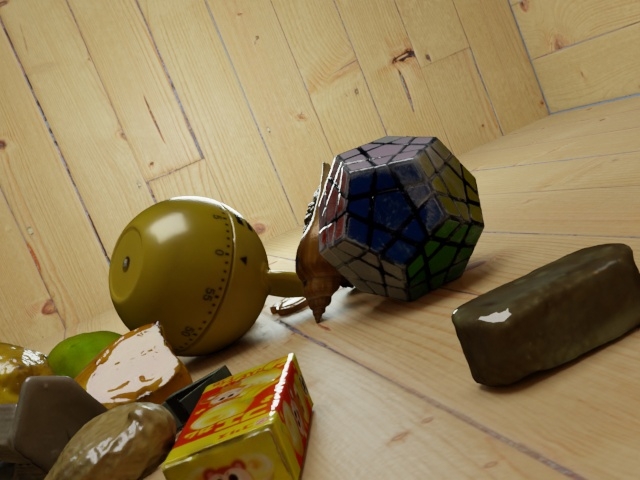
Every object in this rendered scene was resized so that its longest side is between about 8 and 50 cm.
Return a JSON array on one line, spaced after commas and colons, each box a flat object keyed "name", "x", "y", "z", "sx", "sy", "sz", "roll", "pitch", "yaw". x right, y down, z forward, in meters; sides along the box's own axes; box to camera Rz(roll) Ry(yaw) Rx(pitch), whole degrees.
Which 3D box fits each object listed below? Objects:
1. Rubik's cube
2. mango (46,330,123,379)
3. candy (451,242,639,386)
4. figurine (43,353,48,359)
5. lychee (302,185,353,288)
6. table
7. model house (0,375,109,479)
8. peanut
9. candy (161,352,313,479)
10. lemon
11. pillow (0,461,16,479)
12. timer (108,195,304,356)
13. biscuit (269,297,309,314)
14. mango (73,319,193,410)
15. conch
[{"name": "Rubik's cube", "x": 0.145, "y": -0.044, "z": 1.633, "sx": 0.319, "sy": 0.319, "sz": 0.264, "roll": -21, "pitch": -7, "yaw": 8}, {"name": "mango", "x": -0.431, "y": 0.261, "z": 1.725, "sx": 0.185, "sy": 0.149, "sz": 0.273, "roll": -23, "pitch": 17, "yaw": -38}, {"name": "candy", "x": 0.277, "y": 0.088, "z": 1.049, "sx": 0.234, "sy": 0.104, "sz": 0.102, "roll": -25, "pitch": 13, "yaw": -15}, {"name": "figurine", "x": -0.611, "y": 0.301, "z": 1.969, "sx": 0.187, "sy": 0.168, "sz": 0.315, "roll": 26, "pitch": 15, "yaw": 16}, {"name": "lychee", "x": 0.074, "y": -0.022, "z": 1.910, "sx": 0.236, "sy": 0.271, "sz": 0.236, "roll": -20, "pitch": 36, "yaw": 15}, {"name": "table", "x": -0.177, "y": 0.244, "z": 1.333, "sx": 0.146, "sy": 0.062, "sz": 0.175, "roll": -32, "pitch": 1, "yaw": 41}, {"name": "model house", "x": -0.374, "y": 0.292, "z": 1.228, "sx": 0.188, "sy": 0.229, "sz": 0.122, "roll": -23, "pitch": 34, "yaw": 38}, {"name": "peanut", "x": -0.268, "y": 0.285, "z": 1.067, "sx": 0.233, "sy": 0.110, "sz": 0.197, "roll": -55, "pitch": -3, "yaw": 9}, {"name": "candy", "x": -0.093, "y": 0.240, "z": 1.107, "sx": 0.146, "sy": 0.088, "sz": 0.276, "roll": -21, "pitch": 7, "yaw": 5}, {"name": "lemon", "x": -0.576, "y": 0.295, "z": 1.535, "sx": 0.288, "sy": 0.233, "sz": 0.233, "roll": -41, "pitch": -4, "yaw": 34}, {"name": "pillow", "x": -0.556, "y": 0.383, "z": 1.364, "sx": 0.250, "sy": 0.106, "sz": 0.186, "roll": -22, "pitch": -8, "yaw": -8}, {"name": "timer", "x": -0.243, "y": 0.083, "z": 1.879, "sx": 0.387, "sy": 0.376, "sz": 0.376, "roll": 17, "pitch": -18, "yaw": -35}, {"name": "biscuit", "x": -0.063, "y": 0.138, "z": 2.003, "sx": 0.118, "sy": 0.023, "sz": 0.140, "roll": -20, "pitch": 8, "yaw": 14}, {"name": "mango", "x": -0.353, "y": 0.267, "z": 1.506, "sx": 0.257, "sy": 0.138, "sz": 0.187, "roll": -30, "pitch": 37, "yaw": -10}, {"name": "conch", "x": -0.005, "y": 0.000, "z": 1.761, "sx": 0.093, "sy": 0.330, "sz": 0.109, "roll": -1, "pitch": -8, "yaw": -13}]
